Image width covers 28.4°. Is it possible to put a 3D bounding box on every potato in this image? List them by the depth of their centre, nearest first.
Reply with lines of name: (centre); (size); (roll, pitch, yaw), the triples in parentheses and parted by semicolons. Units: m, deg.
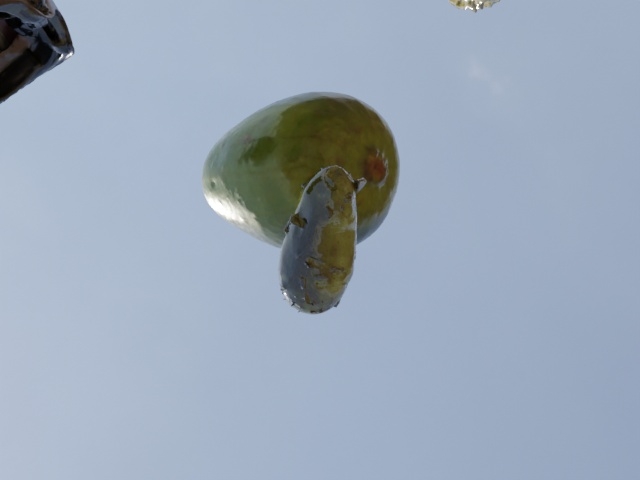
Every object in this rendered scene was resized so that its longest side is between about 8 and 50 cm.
potato: (0.000, 0.000, 1.772); (0.117, 0.226, 0.090); (27, -155, 28)

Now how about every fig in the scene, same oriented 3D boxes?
fig: (-0.040, -0.101, 2.008); (0.258, 0.326, 0.258); (19, -112, -57)

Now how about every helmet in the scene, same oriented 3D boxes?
helmet: (-0.524, -0.320, 1.846); (0.197, 0.271, 0.338); (61, -168, 12)

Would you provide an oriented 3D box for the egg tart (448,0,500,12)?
egg tart: (0.093, -0.278, 0.895); (0.105, 0.241, 0.241); (-4, -122, -10)
